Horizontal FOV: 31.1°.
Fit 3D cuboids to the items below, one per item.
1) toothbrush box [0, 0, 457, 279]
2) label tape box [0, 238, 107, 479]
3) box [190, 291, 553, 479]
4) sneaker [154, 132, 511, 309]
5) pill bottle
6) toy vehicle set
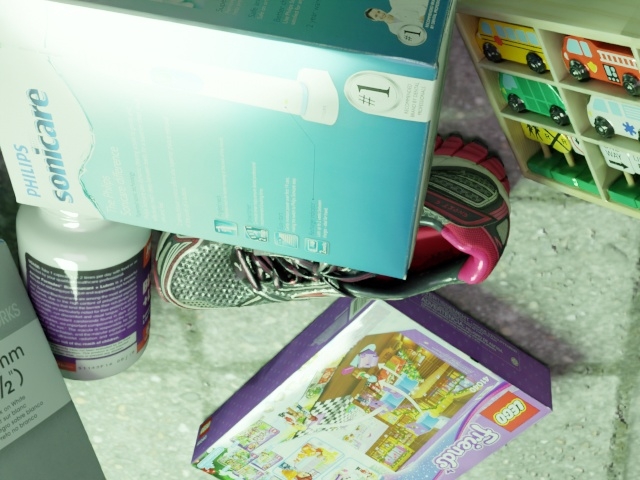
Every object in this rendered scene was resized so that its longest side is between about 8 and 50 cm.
[{"bbox_3d":[-0.066,-0.108,0.769,0.295,0.126,0.216,10,145,7],"label":"toothbrush box"},{"bbox_3d":[-0.348,0.087,0.958,0.249,0.115,0.348,-9,105,38],"label":"label tape box"},{"bbox_3d":[0.042,0.166,1.074,0.201,0.057,0.293,34,125,-19],"label":"box"},{"bbox_3d":[0.000,0.000,0.908,0.299,0.112,0.121,-15,126,19],"label":"sneaker"},{"bbox_3d":[-0.192,0.013,0.944,0.108,0.108,0.194,8,130,0],"label":"pill bottle"},{"bbox_3d":[0.204,-0.081,0.746,0.035,0.267,0.166,-41,124,-15],"label":"toy vehicle set"}]
